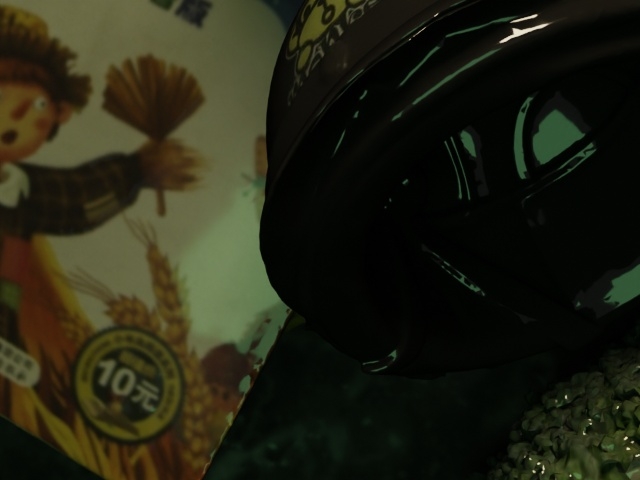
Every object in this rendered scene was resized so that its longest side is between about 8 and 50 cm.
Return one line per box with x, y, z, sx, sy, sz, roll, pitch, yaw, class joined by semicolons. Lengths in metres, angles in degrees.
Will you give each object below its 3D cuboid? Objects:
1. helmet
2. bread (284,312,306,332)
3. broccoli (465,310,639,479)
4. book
0.074;-0.064;0.601;0.230;0.279;0.160;-43;50;26;helmet
0.000;0.001;0.782;0.368;0.077;0.084;-19;102;16;bread
0.261;0.185;0.707;0.397;0.274;0.353;23;153;11;broccoli
-0.100;-0.105;0.743;0.300;0.039;0.428;30;100;12;book
